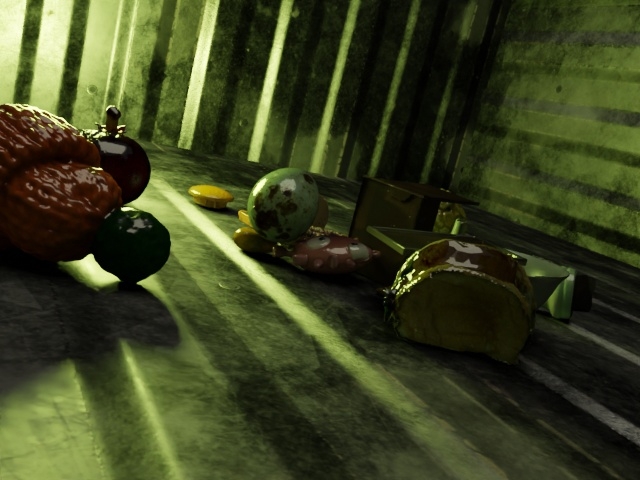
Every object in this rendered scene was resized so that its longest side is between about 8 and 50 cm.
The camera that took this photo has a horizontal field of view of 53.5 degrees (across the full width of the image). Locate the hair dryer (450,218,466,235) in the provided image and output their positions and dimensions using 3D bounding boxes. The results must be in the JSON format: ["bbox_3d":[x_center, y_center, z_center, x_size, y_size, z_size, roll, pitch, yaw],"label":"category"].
[{"bbox_3d":[0.394,0.027,1.833,0.067,0.167,0.199,9,11,2],"label":"hair dryer"}]

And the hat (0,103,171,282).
[{"bbox_3d":[-0.480,-0.041,1.145,0.400,0.285,0.285,44,19,10],"label":"hat"}]

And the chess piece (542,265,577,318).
[{"bbox_3d":[0.538,0.126,1.704,0.271,0.139,0.139,6,7,25],"label":"chess piece"}]

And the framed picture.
[{"bbox_3d":[0.270,0.009,1.392,0.289,0.016,0.213,5,13,-19],"label":"framed picture"}]

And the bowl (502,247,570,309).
[{"bbox_3d":[0.373,0.105,1.448,0.345,0.157,0.345,10,10,-2],"label":"bowl"}]

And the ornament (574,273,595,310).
[{"bbox_3d":[0.645,0.120,1.897,0.251,0.106,0.260,16,1,-29],"label":"ornament"}]

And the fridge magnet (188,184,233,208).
[{"bbox_3d":[-0.347,-0.139,2.011,0.143,0.063,0.143,12,13,-3],"label":"fridge magnet"}]

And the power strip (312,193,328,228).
[{"bbox_3d":[-0.055,-0.073,1.835,0.154,0.154,0.078,2,19,-46],"label":"power strip"}]

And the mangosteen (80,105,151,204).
[{"bbox_3d":[-0.560,-0.224,1.667,0.235,0.261,0.235,13,14,-3],"label":"mangosteen"}]

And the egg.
[{"bbox_3d":[-0.084,-0.093,1.556,0.169,0.169,0.231,17,41,16],"label":"egg"}]

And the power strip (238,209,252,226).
[{"bbox_3d":[-0.201,-0.060,1.892,0.049,0.028,0.178,5,15,-37],"label":"power strip"}]

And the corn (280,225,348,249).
[{"bbox_3d":[0.000,0.000,1.681,0.237,0.079,0.079,10,12,-21],"label":"corn"}]

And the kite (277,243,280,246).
[{"bbox_3d":[-0.099,0.013,1.715,0.250,0.012,0.229,1,17,-44],"label":"kite"}]

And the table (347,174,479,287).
[{"bbox_3d":[0.240,-0.020,1.674,0.196,0.251,0.282,23,16,40],"label":"table"}]

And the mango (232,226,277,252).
[{"bbox_3d":[-0.162,0.002,1.576,0.114,0.057,0.079,14,4,-15],"label":"mango"}]

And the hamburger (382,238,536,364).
[{"bbox_3d":[0.275,0.106,1.226,0.308,0.211,0.132,15,16,-1],"label":"hamburger"}]

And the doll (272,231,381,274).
[{"bbox_3d":[0.015,0.033,1.535,0.262,0.093,0.211,4,16,6],"label":"doll"}]

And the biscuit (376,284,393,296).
[{"bbox_3d":[0.182,0.126,1.485,0.083,0.018,0.081,22,14,33],"label":"biscuit"}]

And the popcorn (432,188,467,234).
[{"bbox_3d":[0.338,-0.052,2.029,0.270,0.224,0.258,4,-4,-5],"label":"popcorn"}]
